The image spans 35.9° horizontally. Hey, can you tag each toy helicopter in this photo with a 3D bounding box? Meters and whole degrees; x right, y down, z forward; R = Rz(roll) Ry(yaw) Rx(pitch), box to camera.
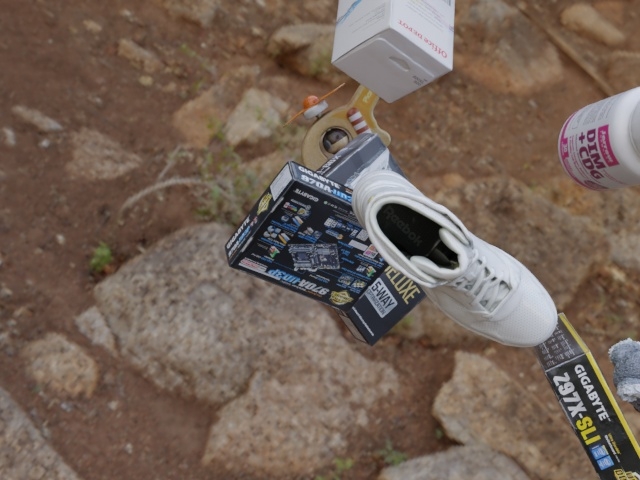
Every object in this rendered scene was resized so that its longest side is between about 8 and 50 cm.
[{"bbox_3d":[0.070,-0.301,2.268,0.235,0.355,0.140,29,8,-4],"label":"toy helicopter"}]

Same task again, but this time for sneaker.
[{"bbox_3d":[0.156,0.041,1.102,0.292,0.108,0.169,37,9,-7],"label":"sneaker"}]

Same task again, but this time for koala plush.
[{"bbox_3d":[0.654,0.267,1.855,0.221,0.203,0.196,15,30,6],"label":"koala plush"}]

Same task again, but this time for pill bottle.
[{"bbox_3d":[0.535,-0.174,1.674,0.160,0.160,0.283,38,-10,-8],"label":"pill bottle"}]

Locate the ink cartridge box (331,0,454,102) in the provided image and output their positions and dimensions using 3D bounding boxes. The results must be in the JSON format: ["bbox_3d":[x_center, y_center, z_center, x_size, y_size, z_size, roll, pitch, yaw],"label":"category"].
[{"bbox_3d":[0.144,-0.425,1.920,0.171,0.168,0.233,28,55,-33],"label":"ink cartridge box"}]

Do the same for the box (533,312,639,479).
[{"bbox_3d":[0.420,0.264,1.526,0.257,0.079,0.322,64,9,-1],"label":"box"}]

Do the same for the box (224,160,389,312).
[{"bbox_3d":[0.000,0.000,1.430,0.220,0.175,0.051,23,31,-28],"label":"box"}]

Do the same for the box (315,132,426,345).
[{"bbox_3d":[0.083,-0.002,1.793,0.307,0.242,0.076,55,-16,-20],"label":"box"}]
